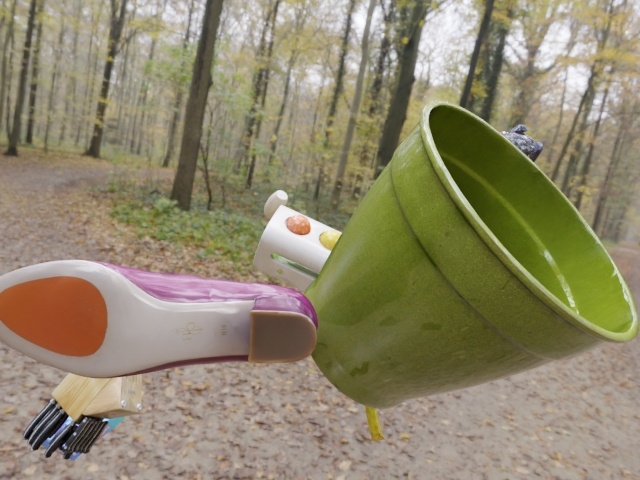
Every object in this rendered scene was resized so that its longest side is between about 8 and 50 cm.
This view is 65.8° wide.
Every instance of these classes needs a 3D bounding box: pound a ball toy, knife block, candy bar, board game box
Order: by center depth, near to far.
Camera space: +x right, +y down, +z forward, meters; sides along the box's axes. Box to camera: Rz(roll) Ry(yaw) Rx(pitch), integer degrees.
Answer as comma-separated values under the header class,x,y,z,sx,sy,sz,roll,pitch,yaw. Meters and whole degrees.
class,x,y,z,sx,sy,sz,roll,pitch,yaw
pound a ball toy,0.000,0.000,1.104,0.319,0.135,0.208,26,40,1
knife block,-0.528,0.333,1.105,0.242,0.275,0.088,-11,-27,7
candy bar,0.137,0.454,1.323,0.040,0.161,0.018,-18,-10,34
board game box,-0.796,0.625,1.662,0.160,0.047,0.210,8,24,27

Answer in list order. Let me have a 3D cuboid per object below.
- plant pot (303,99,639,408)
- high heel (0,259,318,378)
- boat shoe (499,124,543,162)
class,x,y,z,sx,sy,sz,roll,pitch,yaw
plant pot,0.162,0.061,0.709,0.366,0.353,0.366,27,38,-24
high heel,-0.191,0.096,0.612,0.377,0.127,0.181,11,-3,-5
boat shoe,0.331,-0.105,1.062,0.158,0.127,0.340,-27,-14,-32
